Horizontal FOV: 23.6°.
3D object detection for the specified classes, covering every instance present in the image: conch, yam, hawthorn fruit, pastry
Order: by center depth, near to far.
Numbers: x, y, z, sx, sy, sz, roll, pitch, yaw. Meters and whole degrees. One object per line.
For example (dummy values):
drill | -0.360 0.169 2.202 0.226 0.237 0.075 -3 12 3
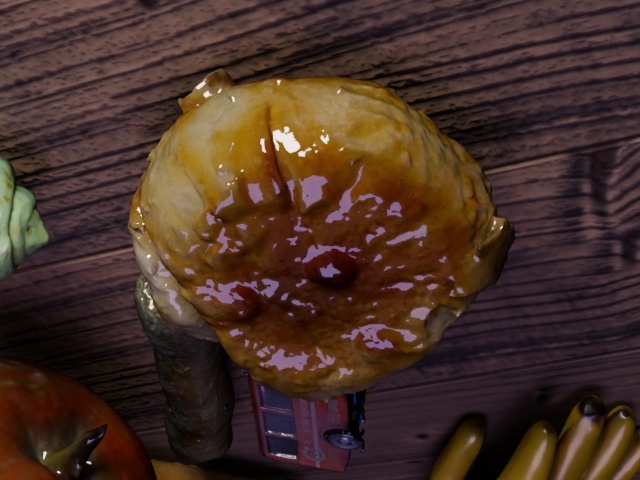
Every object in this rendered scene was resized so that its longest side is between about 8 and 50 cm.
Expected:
pastry | 0.000 0.000 0.913 0.229 0.100 0.218 -8 129 2
conch | -0.252 -0.021 0.965 0.170 0.079 0.106 21 140 2
yam | -0.096 0.097 1.133 0.061 0.061 0.253 2 147 2
hawthorn fruit | -0.249 0.210 1.141 0.268 0.267 0.301 21 133 -25

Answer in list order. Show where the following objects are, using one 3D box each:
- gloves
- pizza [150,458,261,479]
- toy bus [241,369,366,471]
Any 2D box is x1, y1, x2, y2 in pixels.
gloves | 0.165 0.216 1.278 0.133 0.116 0.294 -8 147 -36
pizza | -0.190 0.256 1.369 0.365 0.074 0.182 -7 143 14
toy bus | -0.009 0.094 1.114 0.096 0.073 0.235 5 147 8
